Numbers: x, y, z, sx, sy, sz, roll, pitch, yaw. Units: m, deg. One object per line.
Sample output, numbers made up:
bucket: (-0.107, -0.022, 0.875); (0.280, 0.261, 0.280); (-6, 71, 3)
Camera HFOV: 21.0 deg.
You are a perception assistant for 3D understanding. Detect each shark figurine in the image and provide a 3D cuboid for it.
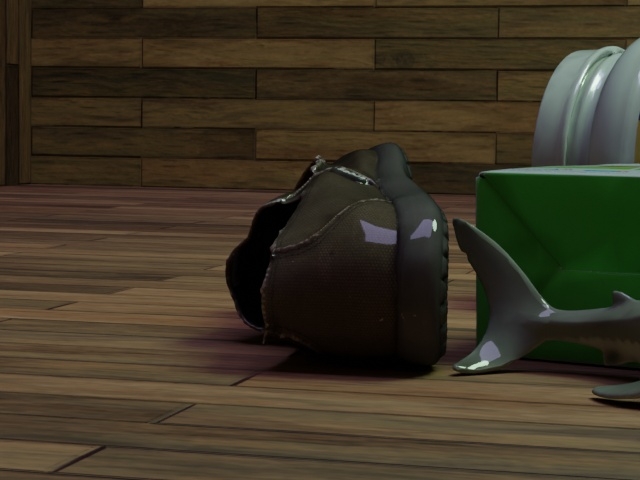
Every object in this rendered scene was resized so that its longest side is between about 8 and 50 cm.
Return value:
shark figurine: (0.197, 0.032, 0.958); (0.166, 0.116, 0.278); (0, 6, -24)

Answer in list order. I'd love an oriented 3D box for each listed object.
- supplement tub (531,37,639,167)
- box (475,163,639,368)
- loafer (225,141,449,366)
supplement tub: (0.347, -0.054, 1.347); (0.316, 0.228, 0.228); (3, 5, 31)
box: (0.267, 0.011, 1.132); (0.262, 0.126, 0.231); (3, 4, 31)
loafer: (0.000, 0.000, 1.174); (0.130, 0.133, 0.366); (1, 4, -6)
